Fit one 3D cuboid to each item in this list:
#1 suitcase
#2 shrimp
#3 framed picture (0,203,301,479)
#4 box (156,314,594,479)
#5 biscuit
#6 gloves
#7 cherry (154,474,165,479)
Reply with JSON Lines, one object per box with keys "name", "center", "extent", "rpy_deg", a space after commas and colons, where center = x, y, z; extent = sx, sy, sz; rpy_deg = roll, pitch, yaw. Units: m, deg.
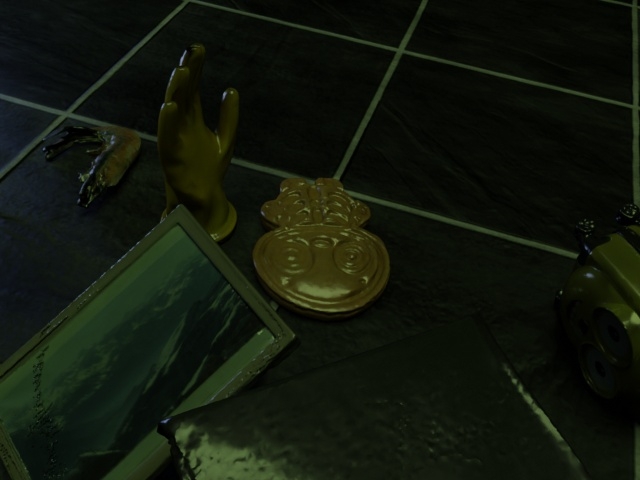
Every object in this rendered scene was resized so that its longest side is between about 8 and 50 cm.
{"name": "suitcase", "center": [0.401, 0.099, 0.900], "extent": [0.143, 0.194, 0.235], "rpy_deg": [-17, 48, -12]}
{"name": "shrimp", "center": [-0.379, -0.131, 1.138], "extent": [0.152, 0.046, 0.219], "rpy_deg": [8, 40, 0]}
{"name": "framed picture", "center": [-0.216, 0.143, 0.787], "extent": [0.335, 0.022, 0.247], "rpy_deg": [-42, 58, -5]}
{"name": "box", "center": [0.050, 0.266, 0.674], "extent": [0.344, 0.205, 0.251], "rpy_deg": [-14, 48, -21]}
{"name": "biscuit", "center": [0.000, -0.001, 1.060], "extent": [0.201, 0.044, 0.289], "rpy_deg": [2, 46, -5]}
{"name": "gloves", "center": [-0.176, -0.131, 0.987], "extent": [0.116, 0.295, 0.133], "rpy_deg": [4, 44, -2]}
{"name": "cherry", "center": [-0.127, 0.172, 0.829], "extent": [0.148, 0.115, 0.188], "rpy_deg": [16, 40, -45]}
